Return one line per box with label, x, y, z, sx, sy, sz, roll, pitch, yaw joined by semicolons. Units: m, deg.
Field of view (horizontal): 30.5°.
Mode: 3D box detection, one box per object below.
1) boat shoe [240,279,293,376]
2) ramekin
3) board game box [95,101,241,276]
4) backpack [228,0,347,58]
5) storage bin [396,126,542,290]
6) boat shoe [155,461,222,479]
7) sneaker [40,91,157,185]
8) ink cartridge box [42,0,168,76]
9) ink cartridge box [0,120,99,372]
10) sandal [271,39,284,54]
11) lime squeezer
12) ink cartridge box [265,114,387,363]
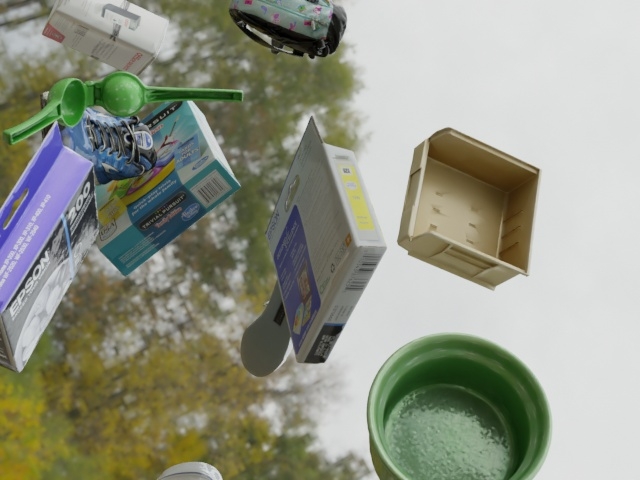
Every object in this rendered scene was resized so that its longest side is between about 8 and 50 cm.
boat shoe;-0.073;0.159;2.504;0.113;0.105;0.306;33;-61;21
ramekin;0.220;0.319;1.956;0.303;0.303;0.148;54;-21;25
board game box;-0.299;-0.113;2.114;0.079;0.253;0.336;50;4;-32
backpack;-0.056;-0.370;1.894;0.152;0.182;0.115;-173;-76;-75
storage bin;0.314;-0.068;2.479;0.123;0.260;0.262;-37;-145;56
boat shoe;-0.260;0.430;1.801;0.095;0.258;0.084;50;20;-14
sneaker;-0.351;-0.168;1.900;0.330;0.147;0.130;27;58;-79
ink cartridge box;-0.440;-0.435;2.410;0.217;0.092;0.158;25;-18;-19
ink cartridge box;-0.306;0.010;1.274;0.045;0.206;0.208;20;-30;7
sandal;-0.103;-0.519;2.794;0.067;0.040;0.179;-43;-148;44
lime squeezer;-0.243;-0.164;1.364;0.110;0.310;0.059;7;-73;51
ink cartridge box;0.000;0.000;2.012;0.304;0.072;0.307;114;-28;-43
